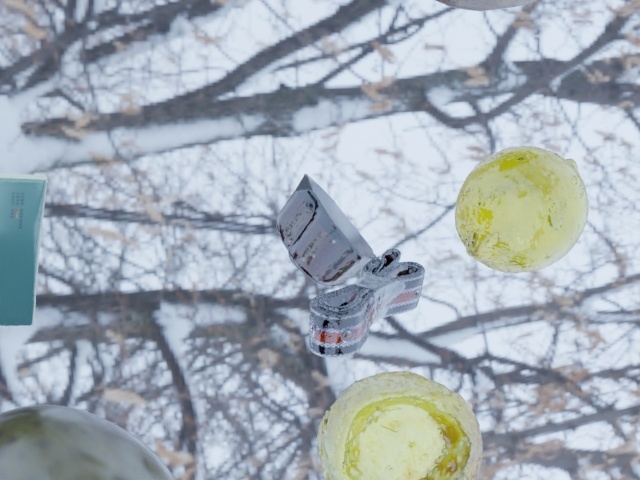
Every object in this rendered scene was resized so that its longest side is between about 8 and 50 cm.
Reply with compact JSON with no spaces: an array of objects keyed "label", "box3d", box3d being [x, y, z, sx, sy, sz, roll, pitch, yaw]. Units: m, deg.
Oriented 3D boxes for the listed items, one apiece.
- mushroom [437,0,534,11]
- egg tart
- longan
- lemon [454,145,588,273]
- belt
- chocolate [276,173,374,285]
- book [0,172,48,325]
[{"label":"mushroom","box3d":[0.223,-0.489,1.482,0.239,0.345,0.345,117,-40,-75]},{"label":"egg tart","box3d":[0.099,0.260,1.336,0.090,0.213,0.212,-133,-141,-84]},{"label":"longan","box3d":[-0.372,0.399,1.485,0.361,0.361,0.360,17,-70,57]},{"label":"lemon","box3d":[0.266,-0.039,1.424,0.173,0.206,0.173,28,-40,27]},{"label":"belt","box3d":[0.082,0.109,1.901,0.126,0.359,0.094,20,-66,18]},{"label":"chocolate","box3d":[0.000,0.000,1.315,0.080,0.125,0.148,-41,-130,8]},{"label":"book","box3d":[-0.582,0.013,1.484,0.031,0.380,0.264,-117,-144,-51]}]
